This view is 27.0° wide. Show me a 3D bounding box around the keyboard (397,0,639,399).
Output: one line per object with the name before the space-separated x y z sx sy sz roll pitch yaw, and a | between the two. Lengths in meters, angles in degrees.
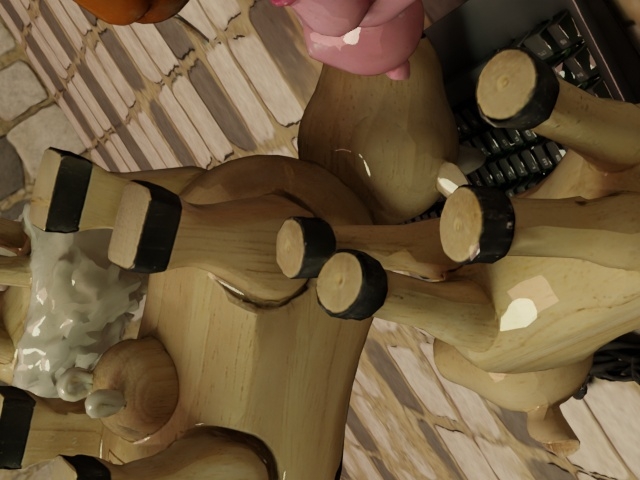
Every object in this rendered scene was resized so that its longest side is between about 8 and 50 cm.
keyboard | 0.092 -0.004 0.605 0.201 0.033 0.317 57 168 -4

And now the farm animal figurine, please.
farm animal figurine | 0.000 0.000 0.500 0.172 0.327 0.330 10 -155 -38
